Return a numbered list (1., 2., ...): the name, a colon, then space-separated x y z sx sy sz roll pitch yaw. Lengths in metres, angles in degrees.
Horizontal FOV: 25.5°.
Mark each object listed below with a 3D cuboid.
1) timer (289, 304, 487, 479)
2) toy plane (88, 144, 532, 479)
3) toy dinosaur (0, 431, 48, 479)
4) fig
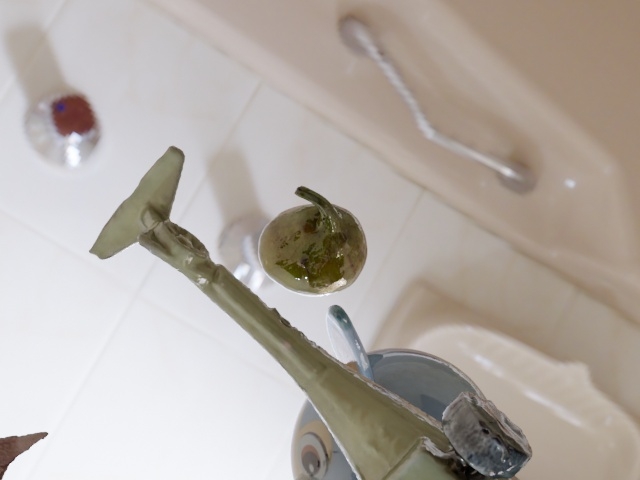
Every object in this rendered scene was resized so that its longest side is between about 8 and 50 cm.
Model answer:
1. timer: 0.039 0.152 1.008 0.175 0.175 0.255 23 -179 22
2. toy plane: 0.021 0.076 0.599 0.286 0.092 0.108 40 -168 0
3. toy dinosaur: -0.258 0.175 0.954 0.108 0.220 0.032 62 -158 -4
4. fig: 0.000 0.000 1.127 0.084 0.082 0.098 38 147 1
